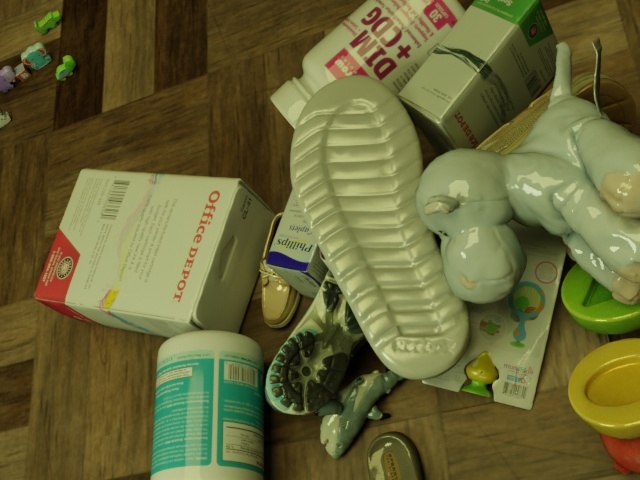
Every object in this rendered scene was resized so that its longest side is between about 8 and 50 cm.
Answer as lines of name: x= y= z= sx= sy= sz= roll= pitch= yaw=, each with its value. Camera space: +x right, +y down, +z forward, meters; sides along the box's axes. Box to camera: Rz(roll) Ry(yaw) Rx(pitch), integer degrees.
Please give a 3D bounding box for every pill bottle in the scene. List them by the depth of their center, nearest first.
pill bottle: x=-0.147 y=0.261 z=1.219 sx=0.146 sy=0.146 sz=0.264 roll=-13 pitch=61 yaw=22
pill bottle: x=0.076 y=-0.247 z=1.344 sx=0.283 sy=0.160 sz=0.160 roll=-41 pitch=54 yaw=5

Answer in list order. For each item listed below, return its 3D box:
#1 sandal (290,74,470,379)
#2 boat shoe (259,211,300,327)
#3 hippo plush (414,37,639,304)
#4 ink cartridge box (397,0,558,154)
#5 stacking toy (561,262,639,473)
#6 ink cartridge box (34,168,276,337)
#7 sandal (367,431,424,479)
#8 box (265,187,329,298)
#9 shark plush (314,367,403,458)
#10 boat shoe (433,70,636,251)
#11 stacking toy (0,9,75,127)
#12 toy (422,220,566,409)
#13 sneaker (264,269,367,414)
sandal: x=0.065 y=-0.015 z=1.179 sx=0.169 sy=0.102 sz=0.417 roll=-14 pitch=68 yaw=1
boat shoe: x=-0.062 y=0.039 z=1.337 sx=0.063 sy=0.059 sz=0.170 roll=-5 pitch=64 yaw=25
hippo plush: x=0.229 y=-0.045 z=1.016 sx=0.236 sy=0.234 sz=0.294 roll=-17 pitch=100 yaw=-2
ink cartridge box: x=0.219 y=-0.218 z=1.259 sx=0.087 sy=0.153 sz=0.208 roll=37 pitch=85 yaw=36
stacking toy: x=0.427 y=0.113 z=1.048 sx=0.308 sy=0.130 sz=0.280 roll=-22 pitch=32 yaw=14
ink cartridge box: x=-0.248 y=0.023 z=1.400 sx=0.306 sy=0.131 sz=0.226 roll=7 pitch=69 yaw=29
sandal: x=0.103 y=0.325 z=1.109 sx=0.090 sy=0.060 sz=0.219 roll=-24 pitch=57 yaw=16
box: x=0.000 y=0.000 z=1.283 sx=0.072 sy=0.126 sz=0.137 roll=10 pitch=71 yaw=30
shark plush: x=0.063 y=0.210 z=1.210 sx=0.161 sy=0.073 sz=0.067 roll=-35 pitch=79 yaw=-9
boat shoe: x=0.252 y=-0.085 z=1.214 sx=0.341 sy=0.122 sz=0.110 roll=-39 pitch=19 yaw=16
stacking toy: x=-0.578 y=-0.336 z=1.799 sx=0.221 sy=0.052 sz=0.167 roll=-33 pitch=56 yaw=9
toy: x=0.218 y=0.078 z=1.164 sx=0.136 sy=0.056 sz=0.237 roll=13 pitch=81 yaw=6
sneaker: x=0.016 y=0.111 z=1.232 sx=0.110 sy=0.122 sz=0.283 roll=43 pitch=65 yaw=1
